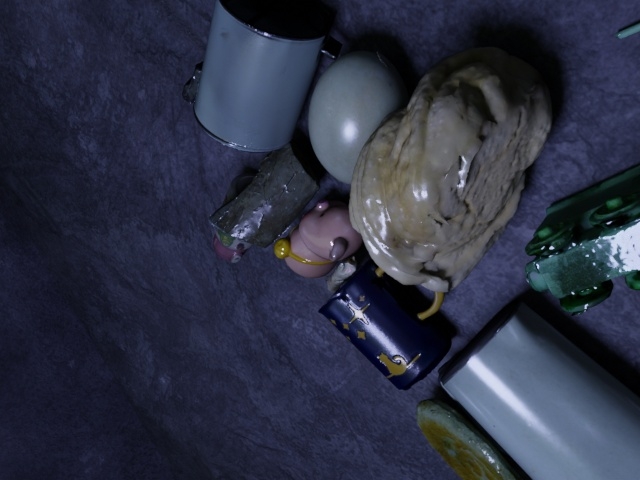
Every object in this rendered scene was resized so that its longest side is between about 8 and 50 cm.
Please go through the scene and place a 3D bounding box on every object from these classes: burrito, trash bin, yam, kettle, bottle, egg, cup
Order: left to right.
[{"bbox_3d":[-0.200,-0.044,1.515,0.120,0.120,0.253,43,137,12],"label":"bottle"},{"bbox_3d":[-0.118,-0.338,1.178,0.277,0.217,0.262,22,134,-1],"label":"trash bin"},{"bbox_3d":[-0.111,-0.089,1.314,0.254,0.154,0.154,-44,83,6],"label":"yam"},{"bbox_3d":[0.045,0.078,1.335,0.185,0.045,0.041,119,131,-71],"label":"burrito"},{"bbox_3d":[0.070,-0.220,1.111,0.186,0.186,0.253,26,127,26],"label":"egg"},{"bbox_3d":[0.154,0.167,1.281,0.256,0.178,0.255,45,157,7],"label":"cup"},{"bbox_3d":[0.418,0.334,1.156,0.376,0.250,0.361,44,154,14],"label":"kettle"}]

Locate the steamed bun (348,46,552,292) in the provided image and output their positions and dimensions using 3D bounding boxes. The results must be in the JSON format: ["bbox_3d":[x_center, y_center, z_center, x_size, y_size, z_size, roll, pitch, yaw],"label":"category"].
[{"bbox_3d":[0.198,-0.117,0.981,0.230,0.324,0.372,40,135,38],"label":"steamed bun"}]

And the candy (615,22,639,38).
[{"bbox_3d":[0.523,-0.319,0.739,0.092,0.093,0.335,51,146,-17],"label":"candy"}]

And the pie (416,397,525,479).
[{"bbox_3d":[0.335,0.466,1.289,0.323,0.070,0.323,44,163,17],"label":"pie"}]

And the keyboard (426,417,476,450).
[{"bbox_3d":[0.397,0.433,1.370,0.103,0.041,0.381,53,131,1],"label":"keyboard"}]

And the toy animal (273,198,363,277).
[{"bbox_3d":[-0.001,0.002,1.345,0.149,0.165,0.248,53,144,-7],"label":"toy animal"}]

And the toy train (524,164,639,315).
[{"bbox_3d":[0.441,-0.004,0.916,0.266,0.202,0.145,-30,95,48],"label":"toy train"}]
